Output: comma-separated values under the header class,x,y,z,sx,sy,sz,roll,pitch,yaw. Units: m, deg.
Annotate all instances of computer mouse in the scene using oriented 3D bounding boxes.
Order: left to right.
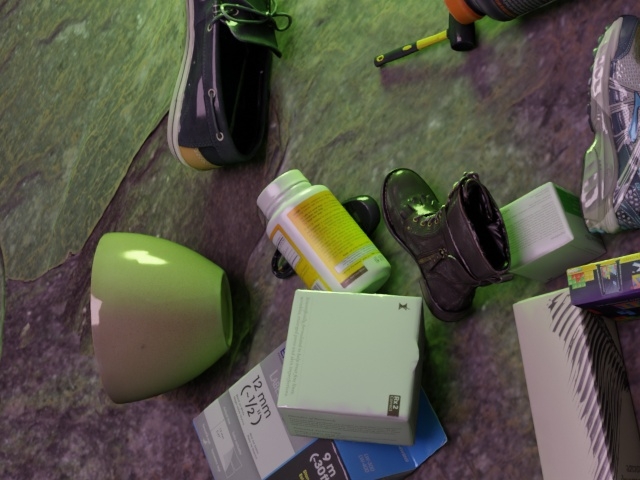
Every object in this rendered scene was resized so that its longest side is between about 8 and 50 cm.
class,x,y,z,sx,sy,sz,roll,pitch,yaw
computer mouse,0.008,-0.004,1.595,0.242,0.041,0.071,-30,85,37

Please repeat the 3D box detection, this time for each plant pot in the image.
class,x,y,z,sx,sy,sz,roll,pitch,yaw
plant pot,-0.248,0.120,1.657,0.190,0.284,0.284,-5,73,3

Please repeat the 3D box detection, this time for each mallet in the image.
class,x,y,z,sx,sy,sz,roll,pitch,yaw
mallet,0.158,-0.311,1.542,0.189,0.039,0.062,-4,76,44

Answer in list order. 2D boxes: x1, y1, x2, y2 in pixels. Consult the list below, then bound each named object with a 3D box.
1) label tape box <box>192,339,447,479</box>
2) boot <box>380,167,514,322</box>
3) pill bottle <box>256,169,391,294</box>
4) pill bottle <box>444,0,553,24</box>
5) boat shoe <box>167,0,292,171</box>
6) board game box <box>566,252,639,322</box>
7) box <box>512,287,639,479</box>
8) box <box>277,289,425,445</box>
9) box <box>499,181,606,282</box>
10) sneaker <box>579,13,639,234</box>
class,x,y,z,sx,sy,sz,roll,pitch,yaw
label tape box,-0.011,0.282,1.486,0.347,0.115,0.249,-43,55,27
boot,0.174,-0.029,1.339,0.229,0.091,0.263,108,142,-64
pill bottle,0.000,0.000,1.501,0.117,0.117,0.215,-44,76,24
pill bottle,0.287,-0.385,1.382,0.245,0.130,0.131,-20,67,36
boat shoe,-0.141,-0.362,1.720,0.156,0.186,0.501,10,91,37
board game box,0.398,0.051,1.170,0.170,0.141,0.048,-17,68,38
box,0.319,0.203,1.222,0.094,0.113,0.275,-21,68,34
box,0.048,0.175,1.382,0.181,0.119,0.181,3,61,10
box,0.294,-0.008,1.300,0.102,0.101,0.087,-30,62,32
sneaker,0.402,-0.145,1.261,0.122,0.110,0.283,2,83,23
